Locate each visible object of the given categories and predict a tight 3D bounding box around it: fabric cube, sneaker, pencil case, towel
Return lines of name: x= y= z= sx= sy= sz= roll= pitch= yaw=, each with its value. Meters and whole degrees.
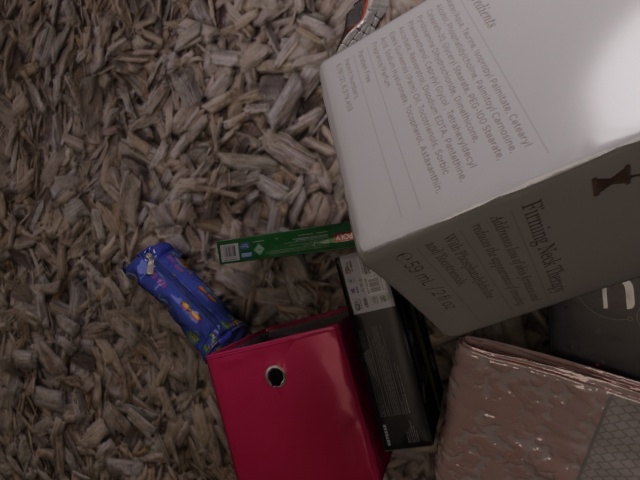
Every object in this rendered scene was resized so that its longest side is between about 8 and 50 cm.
fabric cube: x=-0.017 y=0.282 z=0.839 sx=0.254 sy=0.259 sz=0.258 roll=-16 pitch=85 yaw=17
sneaker: x=0.076 y=-0.435 z=0.919 sx=0.158 sy=0.061 sz=0.065 roll=-55 pitch=48 yaw=11
pencil case: x=-0.298 y=0.130 z=1.004 sx=0.306 sy=0.133 sz=0.119 roll=43 pitch=70 yaw=13
towel: x=0.355 y=0.330 z=0.727 sx=0.317 sy=0.053 sz=0.331 roll=13 pitch=119 yaw=23

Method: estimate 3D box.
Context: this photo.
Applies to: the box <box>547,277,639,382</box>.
box: x=0.455 y=0.091 z=0.723 sx=0.165 sy=0.143 sz=0.270 roll=-5 pitch=89 yaw=30

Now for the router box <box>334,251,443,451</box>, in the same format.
router box: x=0.132 y=0.162 z=0.796 sx=0.081 sy=0.243 sz=0.308 roll=-16 pitch=85 yaw=18

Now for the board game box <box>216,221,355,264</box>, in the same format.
board game box: x=0.000 y=0.000 z=0.855 sx=0.318 sy=0.213 sz=0.046 roll=-8 pitch=88 yaw=19

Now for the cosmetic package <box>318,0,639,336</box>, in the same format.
cosmetic package: x=0.258 y=-0.120 z=0.591 sx=0.394 sy=0.329 sz=0.327 roll=-24 pitch=54 yaw=22
